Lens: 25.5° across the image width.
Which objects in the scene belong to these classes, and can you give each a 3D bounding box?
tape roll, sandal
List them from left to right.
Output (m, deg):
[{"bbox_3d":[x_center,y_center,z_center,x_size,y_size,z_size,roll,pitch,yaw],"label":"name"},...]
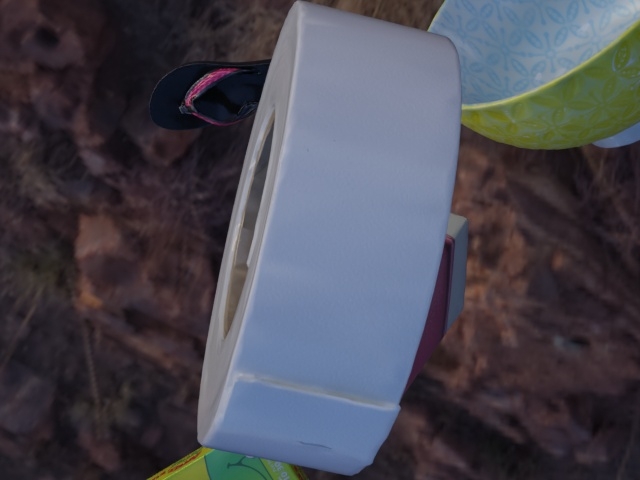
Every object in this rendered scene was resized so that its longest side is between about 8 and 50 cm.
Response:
[{"bbox_3d":[-0.088,-0.142,1.375,0.179,0.040,0.067,-8,120,17],"label":"sandal"},{"bbox_3d":[0.000,0.000,0.883,0.100,0.286,0.286,13,131,-8],"label":"tape roll"}]

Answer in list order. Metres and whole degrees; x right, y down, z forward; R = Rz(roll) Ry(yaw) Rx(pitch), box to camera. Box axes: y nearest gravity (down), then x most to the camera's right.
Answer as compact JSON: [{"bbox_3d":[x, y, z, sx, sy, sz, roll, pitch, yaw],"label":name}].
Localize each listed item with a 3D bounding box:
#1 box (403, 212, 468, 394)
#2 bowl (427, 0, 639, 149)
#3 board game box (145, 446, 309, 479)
[{"bbox_3d":[0.029,0.067,1.359,0.148,0.232,0.127,18,133,21],"label":"box"},{"bbox_3d":[0.250,-0.178,1.293,0.289,0.289,0.156,-24,126,31],"label":"bowl"},{"bbox_3d":[-0.102,0.232,1.209,0.181,0.043,0.092,-31,96,5],"label":"board game box"}]
